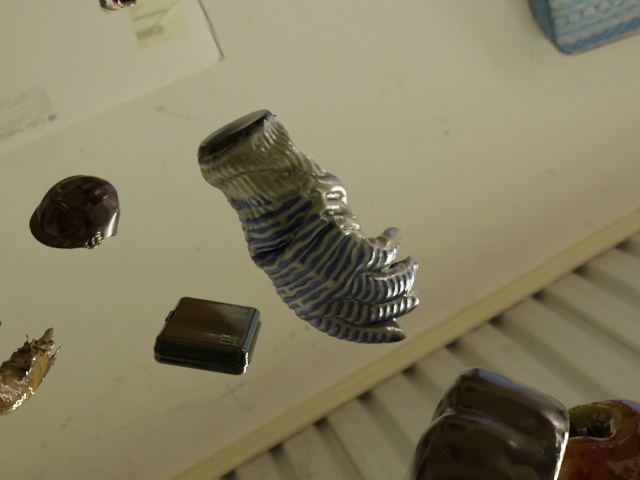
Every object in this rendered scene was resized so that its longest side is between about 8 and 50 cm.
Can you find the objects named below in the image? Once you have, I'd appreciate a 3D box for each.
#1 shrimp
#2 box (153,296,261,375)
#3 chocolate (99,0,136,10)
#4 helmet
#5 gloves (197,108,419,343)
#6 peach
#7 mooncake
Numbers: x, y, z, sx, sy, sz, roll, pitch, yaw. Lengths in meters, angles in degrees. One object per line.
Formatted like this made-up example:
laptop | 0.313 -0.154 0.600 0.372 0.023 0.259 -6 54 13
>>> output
shrimp | -0.304 0.109 0.842 0.045 0.095 0.162 -55 -176 20
box | -0.188 0.160 1.530 0.160 0.050 0.230 9 -165 0
chocolate | -0.301 -0.418 1.182 0.147 0.221 0.221 20 -150 -3
helmet | -0.310 -0.043 1.146 0.098 0.070 0.123 32 -151 18
gloves | -0.005 0.002 0.671 0.119 0.229 0.097 -4 -132 56
peach | 0.388 0.365 1.219 0.248 0.275 0.245 -19 -176 -28
mooncake | 0.155 0.247 0.905 0.133 0.245 0.245 26 -136 13
